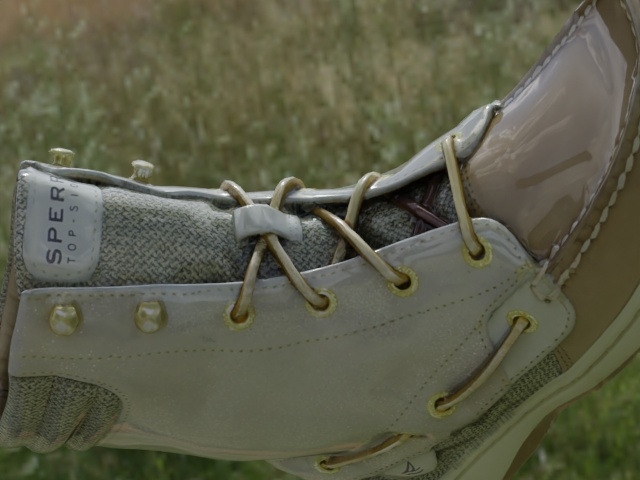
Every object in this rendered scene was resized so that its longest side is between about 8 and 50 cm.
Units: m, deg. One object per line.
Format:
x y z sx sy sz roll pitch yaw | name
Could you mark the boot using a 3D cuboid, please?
0.000 0.000 0.438 0.165 0.213 0.077 11 46 -17 | boot
